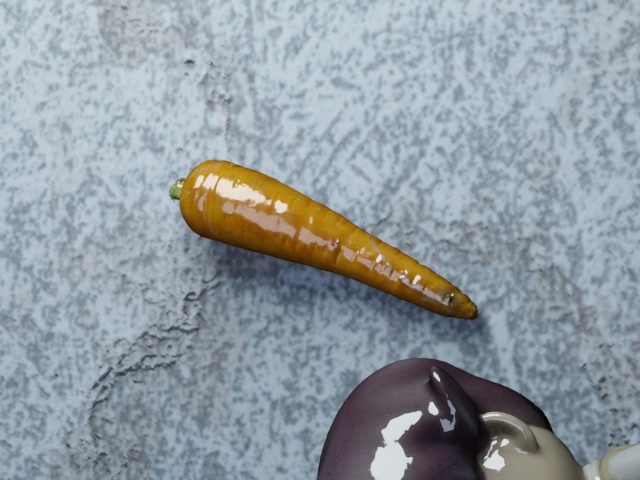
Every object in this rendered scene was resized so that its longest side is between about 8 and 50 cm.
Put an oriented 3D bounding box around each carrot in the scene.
[{"bbox_3d":[0.000,0.000,1.433,0.256,0.061,0.061,22,98,18],"label":"carrot"}]

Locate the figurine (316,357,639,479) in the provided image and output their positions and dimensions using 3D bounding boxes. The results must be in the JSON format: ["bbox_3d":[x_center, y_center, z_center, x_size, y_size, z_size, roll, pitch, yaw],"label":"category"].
[{"bbox_3d":[0.162,0.200,1.298,0.364,0.218,0.206,6,65,18],"label":"figurine"}]
